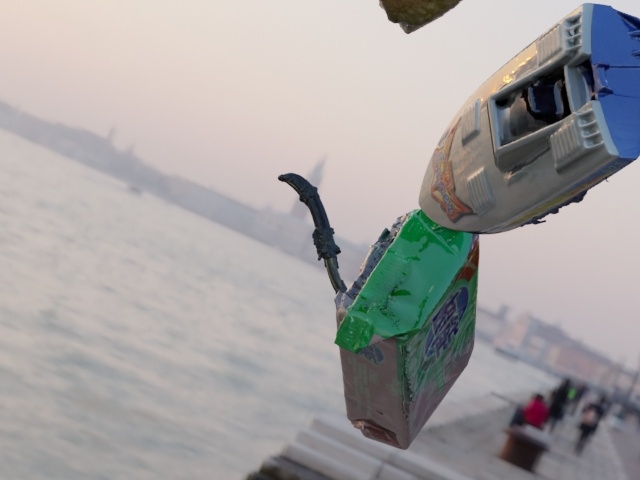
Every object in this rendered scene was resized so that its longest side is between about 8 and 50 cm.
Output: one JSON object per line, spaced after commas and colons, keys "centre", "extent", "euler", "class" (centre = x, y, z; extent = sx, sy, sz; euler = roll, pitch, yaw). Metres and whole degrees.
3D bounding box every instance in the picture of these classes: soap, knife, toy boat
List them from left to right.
{"centre": [0.005, -0.003, 1.912], "extent": [0.021, 0.045, 0.222], "euler": [94, -29, -76], "class": "knife"}
{"centre": [0.096, 0.091, 1.439], "extent": [0.098, 0.218, 0.273], "euler": [24, -28, 18], "class": "soap"}
{"centre": [0.156, -0.075, 1.106], "extent": [0.088, 0.129, 0.295], "euler": [2, -18, -25], "class": "toy boat"}

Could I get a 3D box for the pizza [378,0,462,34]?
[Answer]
{"centre": [0.134, -0.350, 1.273], "extent": [0.257, 0.087, 0.268], "euler": [-15, -66, 27], "class": "pizza"}
